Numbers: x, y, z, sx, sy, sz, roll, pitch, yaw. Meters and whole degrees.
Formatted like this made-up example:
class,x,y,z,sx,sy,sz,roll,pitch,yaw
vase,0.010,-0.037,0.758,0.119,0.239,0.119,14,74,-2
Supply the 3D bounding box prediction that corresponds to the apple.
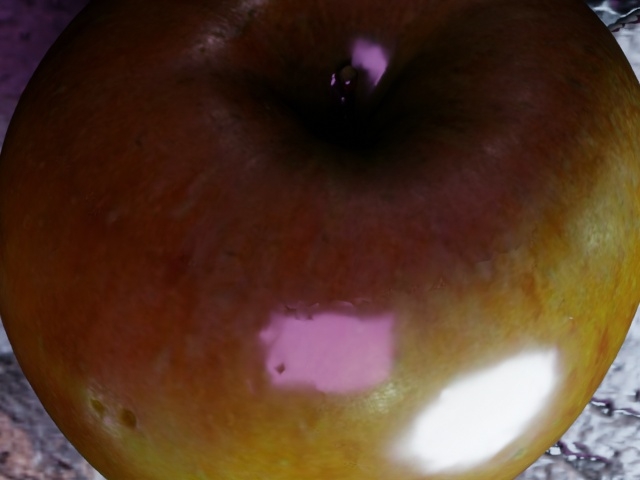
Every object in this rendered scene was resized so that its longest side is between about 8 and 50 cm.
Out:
class,x,y,z,sx,sy,sz,roll,pitch,yaw
apple,0.000,0.000,0.546,0.237,0.236,0.207,-2,147,-3
